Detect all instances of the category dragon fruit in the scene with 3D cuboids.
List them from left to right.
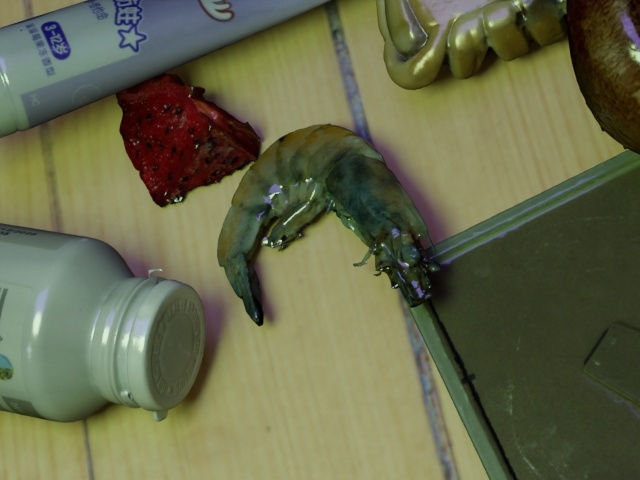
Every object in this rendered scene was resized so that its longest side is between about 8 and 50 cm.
[{"bbox_3d":[-0.116,-0.100,1.469,0.097,0.063,0.131,-32,55,-1],"label":"dragon fruit"}]

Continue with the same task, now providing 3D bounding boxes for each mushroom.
[{"bbox_3d":[0.255,-0.141,1.298,0.231,0.138,0.194,-26,56,-40],"label":"mushroom"}]

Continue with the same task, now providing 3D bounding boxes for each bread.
[{"bbox_3d":[0.145,-0.200,1.422,0.225,0.081,0.134,-20,72,7],"label":"bread"}]

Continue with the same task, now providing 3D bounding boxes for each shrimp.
[{"bbox_3d":[0.000,0.000,1.375,0.150,0.051,0.217,-39,44,0],"label":"shrimp"}]

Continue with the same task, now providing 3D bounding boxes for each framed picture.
[{"bbox_3d":[0.216,0.094,1.263,0.247,0.022,0.335,-27,56,3],"label":"framed picture"}]

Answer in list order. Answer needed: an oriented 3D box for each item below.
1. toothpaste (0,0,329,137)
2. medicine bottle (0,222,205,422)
[{"bbox_3d":[-0.127,-0.166,1.470,0.371,0.080,0.125,-21,32,-14],"label":"toothpaste"},{"bbox_3d":[-0.197,0.061,1.358,0.215,0.135,0.135,9,64,23],"label":"medicine bottle"}]
